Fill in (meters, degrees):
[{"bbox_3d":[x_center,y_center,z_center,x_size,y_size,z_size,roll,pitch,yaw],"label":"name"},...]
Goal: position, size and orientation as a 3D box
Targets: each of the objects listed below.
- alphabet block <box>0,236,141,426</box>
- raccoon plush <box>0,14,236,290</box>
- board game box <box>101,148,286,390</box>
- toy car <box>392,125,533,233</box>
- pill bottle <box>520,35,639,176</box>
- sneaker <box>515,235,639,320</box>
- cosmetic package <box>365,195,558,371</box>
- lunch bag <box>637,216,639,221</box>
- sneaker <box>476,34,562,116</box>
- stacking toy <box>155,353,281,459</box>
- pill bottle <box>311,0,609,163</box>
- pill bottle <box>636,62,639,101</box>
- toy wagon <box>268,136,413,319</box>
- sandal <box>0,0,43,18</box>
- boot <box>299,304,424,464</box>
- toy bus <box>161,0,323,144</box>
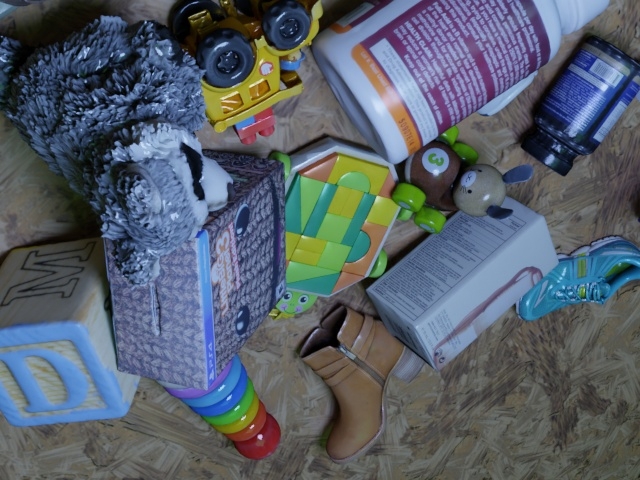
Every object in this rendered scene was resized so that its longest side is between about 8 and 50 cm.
[{"bbox_3d":[-0.371,0.131,1.329,0.193,0.197,0.192,-6,127,12],"label":"alphabet block"},{"bbox_3d":[-0.323,-0.094,1.113,0.446,0.299,0.216,-4,137,11],"label":"raccoon plush"},{"bbox_3d":[-0.167,0.031,1.313,0.141,0.291,0.232,9,118,18],"label":"board game box"},{"bbox_3d":[0.240,-0.091,1.462,0.149,0.188,0.155,40,73,-45],"label":"toy car"},{"bbox_3d":[0.440,-0.223,1.543,0.122,0.123,0.219,25,107,-32],"label":"pill bottle"},{"bbox_3d":[0.501,0.078,1.754,0.275,0.110,0.107,-26,126,-6],"label":"sneaker"},{"bbox_3d":[0.248,0.063,1.580,0.296,0.153,0.129,-39,129,-11],"label":"cosmetic package"},{"bbox_3d":[0.797,-0.076,1.714,0.385,0.239,0.328,27,107,-40],"label":"lunch bag"},{"bbox_3d":[0.328,-0.310,1.478,0.258,0.094,0.091,-43,147,8],"label":"sneaker"},{"bbox_3d":[-0.166,0.275,1.592,0.141,0.141,0.330,-31,133,-3],"label":"stacking toy"},{"bbox_3d":[0.205,-0.306,1.333,0.392,0.224,0.224,-34,126,-1],"label":"pill bottle"},{"bbox_3d":[0.642,-0.297,1.596,0.184,0.103,0.103,-18,124,-12],"label":"pill bottle"},{"bbox_3d":[0.000,0.000,1.522,0.267,0.068,0.344,13,113,-28],"label":"toy wagon"},{"bbox_3d":[-0.363,-0.355,1.148,0.302,0.086,0.120,-26,125,-7],"label":"sandal"},{"bbox_3d":[0.045,0.264,1.670,0.220,0.109,0.283,32,101,-35],"label":"boot"},{"bbox_3d":[-0.093,-0.248,1.294,0.220,0.149,0.211,-29,132,-8],"label":"toy bus"}]
